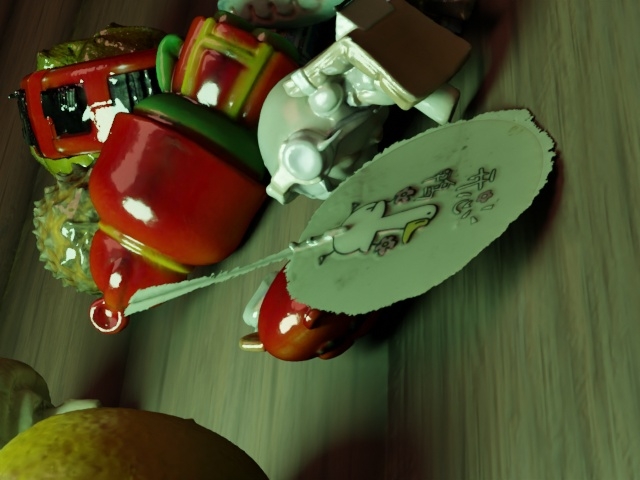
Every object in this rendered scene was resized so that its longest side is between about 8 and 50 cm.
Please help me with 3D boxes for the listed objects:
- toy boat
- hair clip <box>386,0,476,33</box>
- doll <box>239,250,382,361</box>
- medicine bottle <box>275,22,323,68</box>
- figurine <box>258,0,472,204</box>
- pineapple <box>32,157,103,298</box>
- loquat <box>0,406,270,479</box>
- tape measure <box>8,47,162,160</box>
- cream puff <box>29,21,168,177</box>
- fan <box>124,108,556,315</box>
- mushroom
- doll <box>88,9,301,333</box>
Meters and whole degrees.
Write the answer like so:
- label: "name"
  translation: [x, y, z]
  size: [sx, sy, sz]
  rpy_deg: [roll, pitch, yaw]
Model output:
- label: "toy boat"
  translation: [-0.027, -0.300, 1.686]
  size: [0.207, 0.079, 0.134]
  rpy_deg: [1, 54, 41]
- label: "hair clip"
  translation: [0.085, -0.240, 1.475]
  size: [0.106, 0.084, 0.292]
  rpy_deg: [-62, 17, 11]
- label: "doll"
  translation: [0.007, 0.037, 1.306]
  size: [0.183, 0.085, 0.217]
  rpy_deg: [-45, 12, 0]
- label: "medicine bottle"
  translation: [-0.015, -0.270, 1.749]
  size: [0.051, 0.051, 0.191]
  rpy_deg: [-33, 34, 49]
- label: "figurine"
  translation: [0.026, -0.111, 1.391]
  size: [0.237, 0.141, 0.162]
  rpy_deg: [-48, 0, 43]
- label: "pineapple"
  translation: [-0.281, -0.017, 1.874]
  size: [0.175, 0.175, 0.361]
  rpy_deg: [-65, 21, -9]
- label: "loquat"
  translation: [-0.139, 0.253, 1.158]
  size: [0.275, 0.275, 0.275]
  rpy_deg: [-46, 27, 32]
- label: "tape measure"
  translation: [-0.217, -0.163, 1.809]
  size: [0.260, 0.253, 0.114]
  rpy_deg: [-169, 67, -70]
- label: "cream puff"
  translation: [-0.290, -0.181, 2.073]
  size: [0.244, 0.196, 0.244]
  rpy_deg: [21, -90, -85]
- label: "fan"
  translation: [0.000, -0.001, 1.246]
  size: [0.414, 0.012, 0.233]
  rpy_deg: [-20, 30, 27]
- label: "mushroom"
  translation: [-0.323, 0.239, 1.639]
  size: [0.234, 0.254, 0.260]
  rpy_deg: [-10, 14, 8]
- label: "doll"
  translation: [-0.148, -0.065, 1.626]
  size: [0.363, 0.182, 0.160]
  rpy_deg: [-63, -8, 4]
